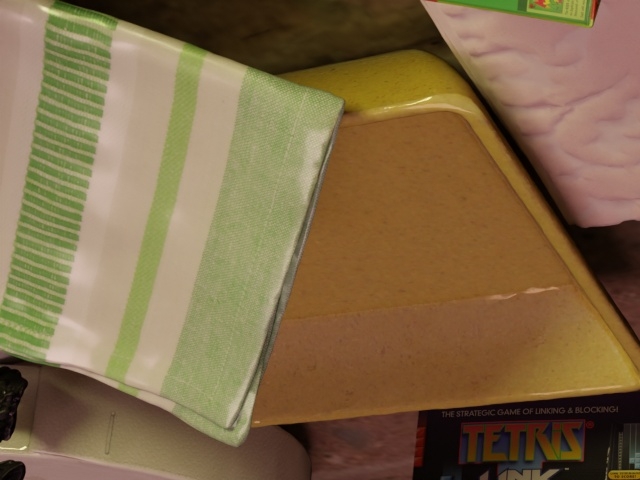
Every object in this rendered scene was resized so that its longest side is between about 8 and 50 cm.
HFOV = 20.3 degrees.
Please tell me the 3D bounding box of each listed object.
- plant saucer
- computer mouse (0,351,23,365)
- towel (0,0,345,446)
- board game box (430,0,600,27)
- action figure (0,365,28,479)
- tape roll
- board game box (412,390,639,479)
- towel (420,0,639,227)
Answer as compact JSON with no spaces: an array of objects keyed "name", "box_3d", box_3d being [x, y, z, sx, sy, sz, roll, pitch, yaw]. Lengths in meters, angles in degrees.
[{"name":"plant saucer","box_3d":[0.000,0.000,1.073,0.333,0.081,0.333,-7,147,26]},{"name":"computer mouse","box_3d":[-0.244,0.045,1.244,0.106,0.042,0.193,-1,149,13]},{"name":"towel","box_3d":[-0.168,-0.027,0.954,0.325,0.038,0.248,20,130,5]},{"name":"board game box","box_3d":[0.077,-0.178,0.717,0.092,0.043,0.181,11,133,12]},{"name":"action figure","box_3d":[-0.335,0.097,1.199,0.276,0.164,0.141,19,-167,14]},{"name":"tape roll","box_3d":[-0.200,0.194,1.424,0.392,0.072,0.392,5,156,2]},{"name":"board game box","box_3d":[0.151,0.167,1.266,0.170,0.141,0.048,-4,151,19]},{"name":"towel","box_3d":[0.225,-0.117,0.847,0.332,0.053,0.317,-7,148,25]}]
